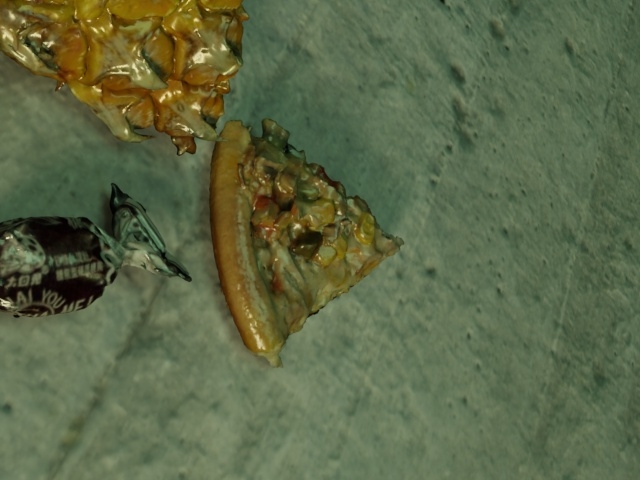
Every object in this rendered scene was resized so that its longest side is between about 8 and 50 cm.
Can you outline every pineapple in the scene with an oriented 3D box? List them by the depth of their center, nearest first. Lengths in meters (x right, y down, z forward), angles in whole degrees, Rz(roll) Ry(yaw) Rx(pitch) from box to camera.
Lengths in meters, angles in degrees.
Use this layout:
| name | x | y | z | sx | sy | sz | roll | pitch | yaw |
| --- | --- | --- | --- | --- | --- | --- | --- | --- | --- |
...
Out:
| name | x | y | z | sx | sy | sz | roll | pitch | yaw |
| --- | --- | --- | --- | --- | --- | --- | --- | --- | --- |
| pineapple | -0.146 | -0.212 | 0.644 | 0.158 | 0.161 | 0.335 | -21 | 93 | -48 |

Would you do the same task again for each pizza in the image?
| name | x | y | z | sx | sy | sz | roll | pitch | yaw |
| --- | --- | --- | --- | --- | --- | --- | --- | --- | --- |
| pizza | 0.000 | 0.000 | 0.800 | 0.195 | 0.052 | 0.185 | 3 | 75 | -47 |

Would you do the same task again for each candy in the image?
| name | x | y | z | sx | sy | sz | roll | pitch | yaw |
| --- | --- | --- | --- | --- | --- | --- | --- | --- | --- |
| candy | -0.169 | 0.007 | 0.609 | 0.226 | 0.051 | 0.094 | -3 | 74 | -48 |
